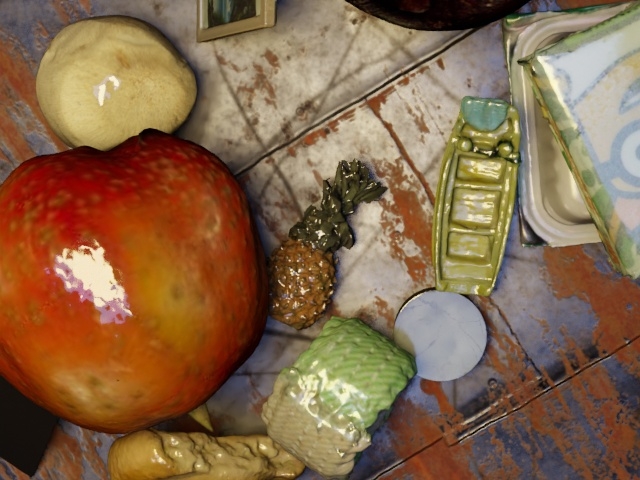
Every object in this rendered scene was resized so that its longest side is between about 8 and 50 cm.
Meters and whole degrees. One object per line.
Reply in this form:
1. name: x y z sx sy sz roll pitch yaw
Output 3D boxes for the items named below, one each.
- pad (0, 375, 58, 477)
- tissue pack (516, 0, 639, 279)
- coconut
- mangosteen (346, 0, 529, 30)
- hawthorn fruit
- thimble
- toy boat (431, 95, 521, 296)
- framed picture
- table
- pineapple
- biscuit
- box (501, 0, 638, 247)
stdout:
1. pad: -0.529 0.221 1.393 0.299 0.005 0.202 33 131 2
2. tissue pack: 0.416 -0.137 1.174 0.228 0.128 0.311 -25 94 6
3. coconut: -0.282 -0.213 1.300 0.224 0.224 0.224 0 95 5
4. mangosteen: 0.152 -0.476 1.176 0.382 0.382 0.435 9 61 4
5. hawthorn fruit: -0.236 0.070 1.183 0.402 0.403 0.403 0 95 5
6. thimble: 0.024 0.214 1.292 0.150 0.219 0.219 33 97 10
7. toy boat: 0.218 -0.063 1.320 0.111 0.084 0.276 7 102 7
8. framed picture: -0.114 -0.432 1.257 0.024 0.232 0.315 -1 95 -30
9. table: 0.172 0.135 1.364 0.133 0.043 0.133 0 95 4
10. pineapple: 0.000 0.000 1.333 0.125 0.125 0.251 31 92 1
11. biscuit: -0.170 0.322 1.321 0.274 0.213 0.091 7 65 -33
12. box: 0.398 -0.160 1.288 0.264 0.106 0.337 -6 94 5
